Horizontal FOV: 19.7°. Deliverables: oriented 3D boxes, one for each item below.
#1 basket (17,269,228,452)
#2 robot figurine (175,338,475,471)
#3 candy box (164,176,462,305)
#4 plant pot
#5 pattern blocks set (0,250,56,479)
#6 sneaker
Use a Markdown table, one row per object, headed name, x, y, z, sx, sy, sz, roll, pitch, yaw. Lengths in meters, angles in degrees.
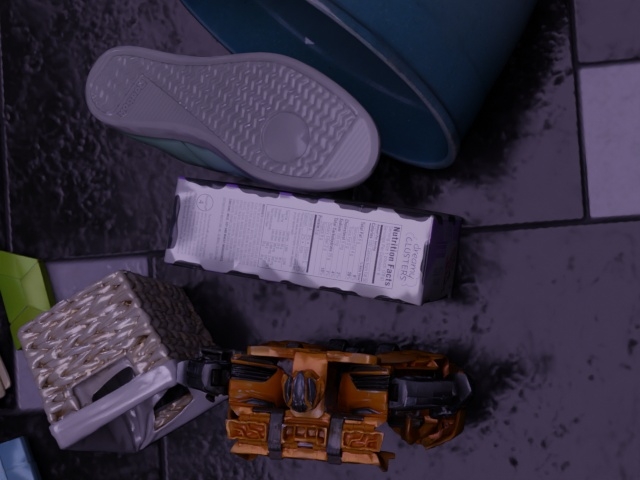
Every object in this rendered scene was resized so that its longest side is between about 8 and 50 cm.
| name | x | y | z | sx | sy | sz | roll | pitch | yaw |
| --- | --- | --- | --- | --- | --- | --- | --- | --- | --- |
| basket | -0.151 | 0.096 | 1.445 | 0.113 | 0.167 | 0.103 | -31 | 76 | 9 |
| robot figurine | 0.016 | 0.117 | 1.343 | 0.211 | 0.291 | 0.085 | 3 | 89 | 12 |
| candy box | 0.000 | 0.000 | 1.414 | 0.196 | 0.165 | 0.070 | 9 | 92 | 11 |
| plant pot | 0.058 | -0.235 | 1.377 | 0.271 | 0.272 | 0.255 | 33 | 79 | 11 |
| pattern blocks set | -0.357 | 0.079 | 1.555 | 0.285 | 0.026 | 0.325 | -10 | 86 | 11 |
| sneaker | -0.039 | -0.089 | 1.425 | 0.256 | 0.151 | 0.094 | 17 | 89 | 30 |
